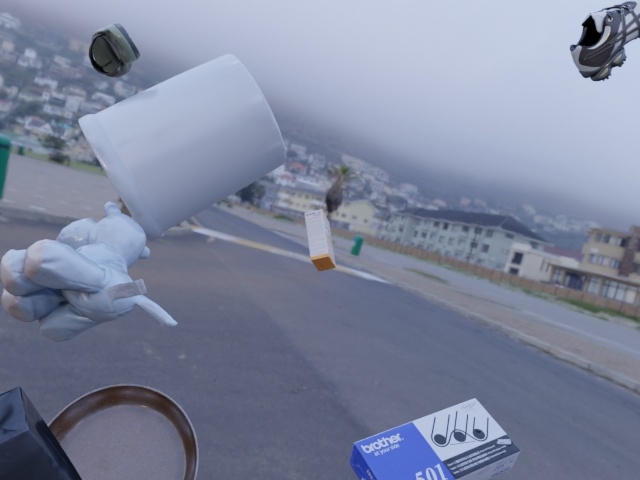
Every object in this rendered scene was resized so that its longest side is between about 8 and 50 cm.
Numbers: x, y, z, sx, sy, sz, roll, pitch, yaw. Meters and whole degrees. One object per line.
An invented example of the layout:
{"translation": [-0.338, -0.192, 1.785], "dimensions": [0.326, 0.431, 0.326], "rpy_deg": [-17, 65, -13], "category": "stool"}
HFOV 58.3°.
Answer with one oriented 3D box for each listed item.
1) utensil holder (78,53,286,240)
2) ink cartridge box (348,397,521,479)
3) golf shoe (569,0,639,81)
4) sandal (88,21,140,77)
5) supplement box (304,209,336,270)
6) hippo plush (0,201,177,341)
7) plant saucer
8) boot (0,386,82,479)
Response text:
{"translation": [-0.322, -0.229, 1.394], "dimensions": [0.386, 0.327, 0.328], "rpy_deg": [-29, 14, -12], "category": "utensil holder"}
{"translation": [0.152, 0.285, 0.757], "dimensions": [0.207, 0.046, 0.097], "rpy_deg": [-10, 38, -26], "category": "ink cartridge box"}
{"translation": [0.503, -0.371, 0.969], "dimensions": [0.094, 0.198, 0.077], "rpy_deg": [33, 5, -26], "category": "golf shoe"}
{"translation": [-0.530, -0.463, 1.423], "dimensions": [0.120, 0.086, 0.303], "rpy_deg": [50, -17, -21], "category": "sandal"}
{"translation": [0.000, 0.000, 1.073], "dimensions": [0.036, 0.098, 0.062], "rpy_deg": [-13, -26, 10], "category": "supplement box"}
{"translation": [-0.431, 0.026, 1.072], "dimensions": [0.295, 0.236, 0.234], "rpy_deg": [-12, -45, 14], "category": "hippo plush"}
{"translation": [-0.386, 0.428, 1.082], "dimensions": [0.311, 0.310, 0.050], "rpy_deg": [16, -32, 5], "category": "plant saucer"}
{"translation": [-0.472, 0.449, 0.756], "dimensions": [0.146, 0.444, 0.367], "rpy_deg": [29, 51, 33], "category": "boot"}
